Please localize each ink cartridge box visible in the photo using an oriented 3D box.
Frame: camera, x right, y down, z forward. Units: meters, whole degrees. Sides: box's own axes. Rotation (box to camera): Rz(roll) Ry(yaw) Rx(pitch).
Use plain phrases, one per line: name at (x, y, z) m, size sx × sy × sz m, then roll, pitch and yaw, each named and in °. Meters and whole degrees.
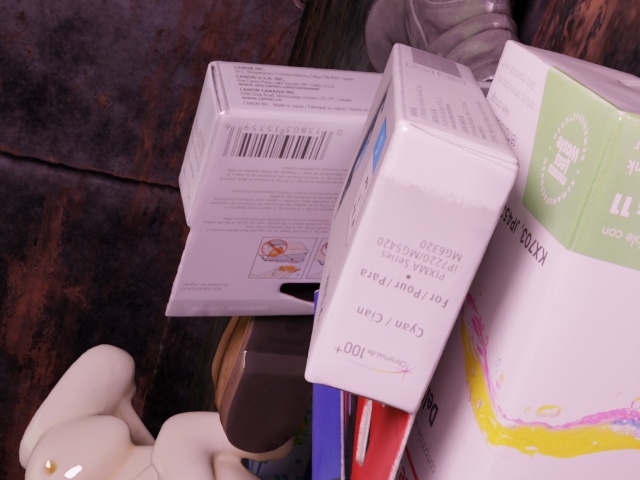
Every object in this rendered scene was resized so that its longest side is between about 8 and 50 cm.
ink cartridge box at (0.032, 0.029, 0.648) m, size 0.296 × 0.066 × 0.261 m, roll -78°, pitch 6°, yaw -73°
ink cartridge box at (0.025, 0.157, 0.880) m, size 0.224 × 0.045 × 0.223 m, roll 66°, pitch -160°, yaw -51°
ink cartridge box at (0.126, 0.082, 0.622) m, size 0.207 × 0.119 × 0.353 m, roll -106°, pitch 31°, yaw -70°
ink cartridge box at (0.021, -0.031, 0.874) m, size 0.239 × 0.275 × 0.060 m, roll 114°, pitch 149°, yaw -47°

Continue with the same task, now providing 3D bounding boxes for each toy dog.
toy dog at (-0.137, 0.324, 1.048) m, size 0.395 × 0.408 × 0.284 m, roll -41°, pitch -52°, yaw -34°

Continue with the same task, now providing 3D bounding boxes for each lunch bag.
lunch bag at (-0.038, 0.205, 1.344) m, size 0.219 × 0.090 × 0.176 m, roll -100°, pitch 28°, yaw -64°

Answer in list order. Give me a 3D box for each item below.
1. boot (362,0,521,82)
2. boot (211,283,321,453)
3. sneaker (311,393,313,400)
boot at (0.112, -0.160, 1.034) m, size 0.338 × 0.118 × 0.222 m, roll 114°, pitch 157°, yaw -73°
boot at (-0.030, 0.040, 0.995) m, size 0.305 × 0.112 × 0.115 m, roll -64°, pitch 30°, yaw 15°
sneaker at (-0.003, 0.067, 1.248) m, size 0.104 × 0.125 × 0.261 m, roll 114°, pitch 167°, yaw -61°
